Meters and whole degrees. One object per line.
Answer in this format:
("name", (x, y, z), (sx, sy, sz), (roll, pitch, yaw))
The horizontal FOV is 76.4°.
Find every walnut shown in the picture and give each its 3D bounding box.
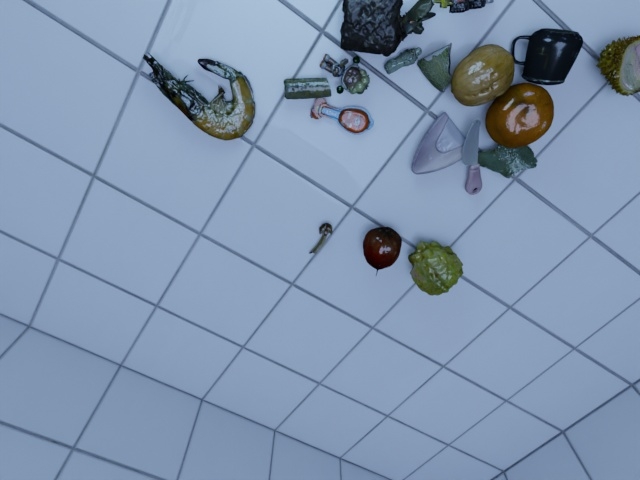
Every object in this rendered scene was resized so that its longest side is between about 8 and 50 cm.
("walnut", (0.575, -0.587, 1.458), (0.221, 0.195, 0.195), (-28, 115, 17))

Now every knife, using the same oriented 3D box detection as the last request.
("knife", (0.613, -0.330, 1.653), (0.081, 0.043, 0.336), (-19, 127, 0))

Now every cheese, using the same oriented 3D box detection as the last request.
("cheese", (0.087, -0.487, 1.598), (0.256, 0.037, 0.106), (14, 116, -9))

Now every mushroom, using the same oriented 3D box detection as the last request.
("mushroom", (0.000, 0.000, 1.857), (0.060, 0.061, 0.187), (18, 121, -15))

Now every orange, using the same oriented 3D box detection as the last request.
("orange", (0.744, -0.470, 1.533), (0.240, 0.171, 0.240), (1, 112, 3))

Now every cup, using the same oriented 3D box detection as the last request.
("cup", (0.792, -0.658, 1.453), (0.223, 0.169, 0.176), (23, 131, 27))

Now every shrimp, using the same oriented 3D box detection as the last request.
("shrimp", (-0.445, -0.571, 1.530), (0.445, 0.085, 0.272), (33, 109, -20))

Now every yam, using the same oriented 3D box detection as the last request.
("yam", (-0.049, -0.573, 1.530), (0.179, 0.078, 0.078), (-3, 119, 2))

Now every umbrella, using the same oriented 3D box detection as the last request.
("umbrella", (0.302, -0.662, 1.489), (0.143, 0.067, 0.062), (-23, 87, 19))

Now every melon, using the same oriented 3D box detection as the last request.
("melon", (0.425, -0.644, 1.499), (0.139, 0.093, 0.202), (18, 152, 20))

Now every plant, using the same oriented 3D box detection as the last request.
("plant", (0.223, -0.737, 1.363), (0.312, 0.215, 0.213), (4, 123, -6))

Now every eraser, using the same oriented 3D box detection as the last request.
("eraser", (0.465, -0.366, 1.652), (0.243, 0.059, 0.204), (-41, 112, 16))

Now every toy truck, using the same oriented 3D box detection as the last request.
("toy truck", (0.476, -0.828, 1.336), (0.286, 0.111, 0.136), (-29, 126, -35))

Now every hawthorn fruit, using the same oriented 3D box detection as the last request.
("hawthorn fruit", (0.264, 0.054, 1.817), (0.181, 0.181, 0.235), (12, 114, -7))

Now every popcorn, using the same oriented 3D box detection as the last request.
("popcorn", (0.524, 0.119, 1.843), (0.212, 0.259, 0.259), (-9, 122, -24))

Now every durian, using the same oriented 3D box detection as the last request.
("durian", (1.107, -0.637, 1.467), (0.249, 0.138, 0.183), (34, 84, -27))

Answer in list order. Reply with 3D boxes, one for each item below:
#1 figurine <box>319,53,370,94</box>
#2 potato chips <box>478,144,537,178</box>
("figurine", (0.092, -0.613, 1.497), (0.197, 0.093, 0.147), (28, 102, -14))
("potato chips", (0.758, -0.337, 1.668), (0.228, 0.059, 0.167), (-22, 112, 11))
